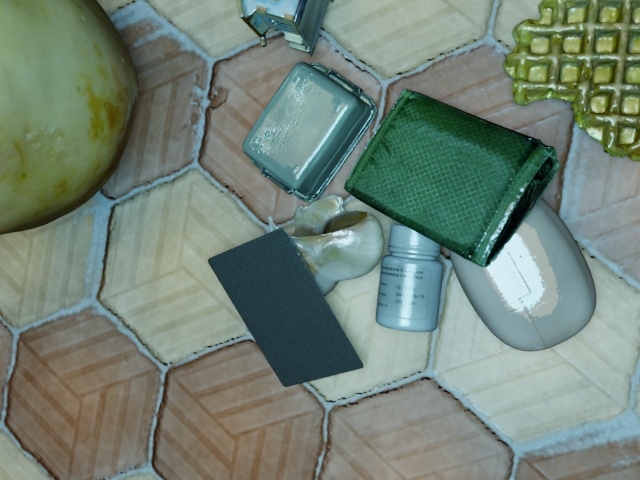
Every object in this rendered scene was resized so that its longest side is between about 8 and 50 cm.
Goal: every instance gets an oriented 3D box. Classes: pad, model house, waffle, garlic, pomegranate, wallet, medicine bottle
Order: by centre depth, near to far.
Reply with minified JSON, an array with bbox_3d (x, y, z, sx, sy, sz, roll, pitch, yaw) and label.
[{"bbox_3d":[0.362,-0.205,0.849,0.249,0.056,0.253,-28,85,12],"label":"waffle"},{"bbox_3d":[0.150,-0.081,0.856,0.236,0.055,0.160,33,87,41],"label":"wallet"},{"bbox_3d":[-0.421,-0.206,0.868,0.412,0.411,0.411,0,90,14],"label":"pomegranate"},{"bbox_3d":[-0.077,-0.390,0.889,0.207,0.178,0.270,18,97,7],"label":"model house"},{"bbox_3d":[0.115,0.047,0.896,0.080,0.080,0.130,6,91,13],"label":"medicine bottle"},{"bbox_3d":[-0.001,0.011,0.909,0.175,0.099,0.124,-18,93,30],"label":"garlic"},{"bbox_3d":[-0.047,0.094,0.920,0.143,0.003,0.211,-21,104,33],"label":"pad"}]

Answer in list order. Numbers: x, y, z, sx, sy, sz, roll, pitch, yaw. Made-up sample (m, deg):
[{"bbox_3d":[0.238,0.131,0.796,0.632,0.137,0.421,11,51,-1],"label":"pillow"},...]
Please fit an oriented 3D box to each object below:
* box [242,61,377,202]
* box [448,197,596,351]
[{"bbox_3d":[-0.020,-0.146,0.921,0.124,0.093,0.172,36,98,11],"label":"box"},{"bbox_3d":[0.244,0.035,0.861,0.146,0.088,0.200,-30,82,13],"label":"box"}]
